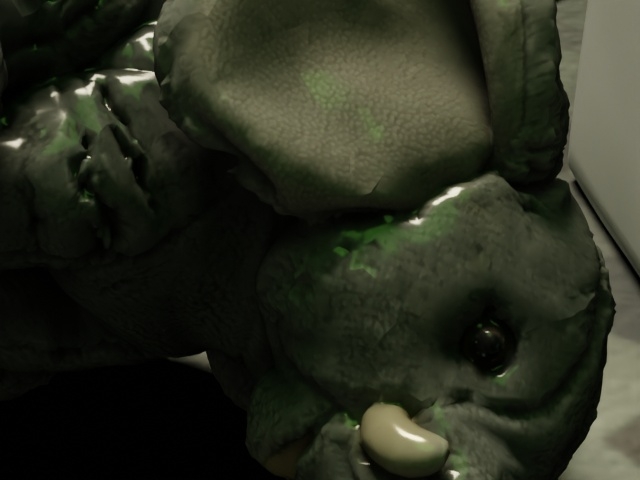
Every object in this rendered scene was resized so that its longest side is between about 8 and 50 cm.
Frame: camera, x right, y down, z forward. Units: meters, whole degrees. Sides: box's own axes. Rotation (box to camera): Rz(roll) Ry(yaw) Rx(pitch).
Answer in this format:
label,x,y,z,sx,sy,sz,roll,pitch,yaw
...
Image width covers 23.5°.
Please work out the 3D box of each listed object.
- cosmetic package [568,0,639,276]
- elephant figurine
label,x,y,z,sx,sy,sz,roll,pitch,yaw
cosmetic package,0.216,-0.185,0.391,0.230,0.453,0.161,-4,32,-11
elephant figurine,0.000,0.000,0.383,0.239,0.186,0.169,14,8,7
